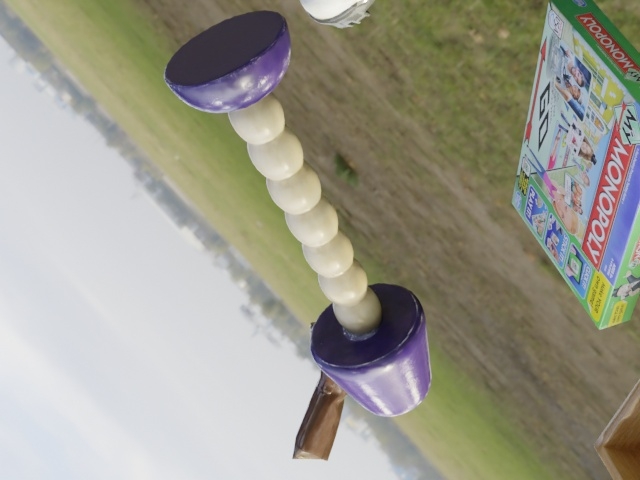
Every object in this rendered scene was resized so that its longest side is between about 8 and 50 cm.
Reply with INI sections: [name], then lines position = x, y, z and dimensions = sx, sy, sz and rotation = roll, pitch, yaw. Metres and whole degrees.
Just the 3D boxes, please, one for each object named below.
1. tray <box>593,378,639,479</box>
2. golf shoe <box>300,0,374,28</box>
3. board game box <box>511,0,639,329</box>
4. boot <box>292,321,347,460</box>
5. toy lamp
[tray]
position = 0.457, 0.151, 1.089
dimensions = 0.076, 0.411, 0.203
rotation = 11, -147, -23
[golf shoe]
position = -0.005, -0.182, 0.452
dimensions = 0.077, 0.094, 0.198
rotation = 45, 142, 36
[board game box]
position = 0.295, -0.079, 1.127
dimensions = 0.317, 0.046, 0.213
rotation = 88, 161, -50
[boot]
position = -0.001, 0.129, 0.852
dimensions = 0.037, 0.114, 0.106
rotation = 22, 174, 30
[toy lamp]
position = 0.000, 0.000, 0.612
dimensions = 0.080, 0.080, 0.275
rotation = 42, 162, 55
